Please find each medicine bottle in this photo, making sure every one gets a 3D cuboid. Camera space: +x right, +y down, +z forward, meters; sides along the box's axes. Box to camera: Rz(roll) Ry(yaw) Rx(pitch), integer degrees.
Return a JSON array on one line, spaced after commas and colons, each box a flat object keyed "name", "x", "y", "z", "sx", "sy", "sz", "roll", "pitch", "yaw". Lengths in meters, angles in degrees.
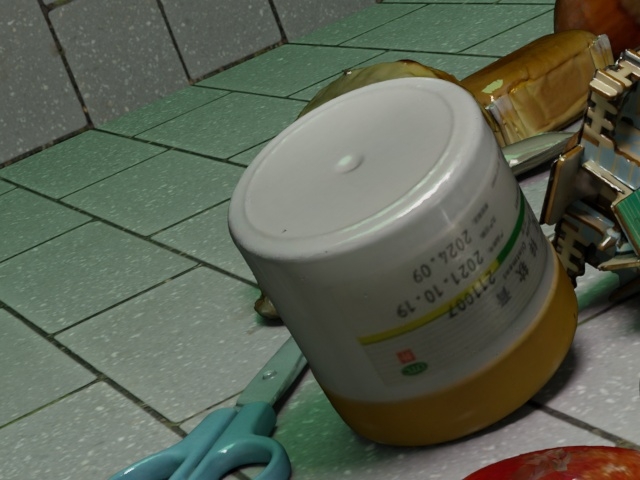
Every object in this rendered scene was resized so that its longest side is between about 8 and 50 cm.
[{"name": "medicine bottle", "x": 0.073, "y": 0.017, "z": 1.502, "sx": 0.238, "sy": 0.232, "sz": 0.238, "roll": -21, "pitch": 34, "yaw": 15}]

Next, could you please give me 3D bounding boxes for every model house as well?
[{"name": "model house", "x": 0.324, "y": -0.026, "z": 1.540, "sx": 0.206, "sy": 0.271, "sz": 0.178, "roll": 35, "pitch": 46, "yaw": 27}]

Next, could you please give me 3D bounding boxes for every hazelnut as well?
[{"name": "hazelnut", "x": 0.416, "y": -0.319, "z": 2.424, "sx": 0.214, "sy": 0.176, "sz": 0.214, "roll": -19, "pitch": -22, "yaw": -8}]

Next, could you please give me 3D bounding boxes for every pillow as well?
[{"name": "pillow", "x": 0.203, "y": -0.086, "z": 2.129, "sx": 0.233, "sy": 0.038, "sz": 0.131, "roll": -24, "pitch": 8, "yaw": -8}]

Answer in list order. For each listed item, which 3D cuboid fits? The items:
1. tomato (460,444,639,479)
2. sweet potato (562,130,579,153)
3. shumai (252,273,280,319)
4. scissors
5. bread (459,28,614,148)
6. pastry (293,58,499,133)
[{"name": "tomato", "x": 0.152, "y": 0.195, "z": 1.082, "sx": 0.200, "sy": 0.139, "sz": 0.233, "roll": -7, "pitch": 19, "yaw": 22}, {"name": "sweet potato", "x": 0.403, "y": -0.100, "z": 1.826, "sx": 0.109, "sy": 0.109, "sz": 0.385, "roll": -32, "pitch": 20, "yaw": -35}, {"name": "shumai", "x": 0.000, "y": 0.000, "z": 1.960, "sx": 0.201, "sy": 0.120, "sz": 0.201, "roll": -21, "pitch": 13, "yaw": 5}, {"name": "scissors", "x": -0.061, "y": 0.154, "z": 1.683, "sx": 0.193, "sy": 0.029, "sz": 0.447, "roll": -12, "pitch": 18, "yaw": 26}, {"name": "bread", "x": 0.270, "y": -0.194, "z": 2.295, "sx": 0.241, "sy": 0.107, "sz": 0.136, "roll": -31, "pitch": 16, "yaw": -33}, {"name": "pastry", "x": 0.078, "y": -0.140, "z": 2.144, "sx": 0.237, "sy": 0.170, "sz": 0.256, "roll": -35, "pitch": 7, "yaw": -32}]
